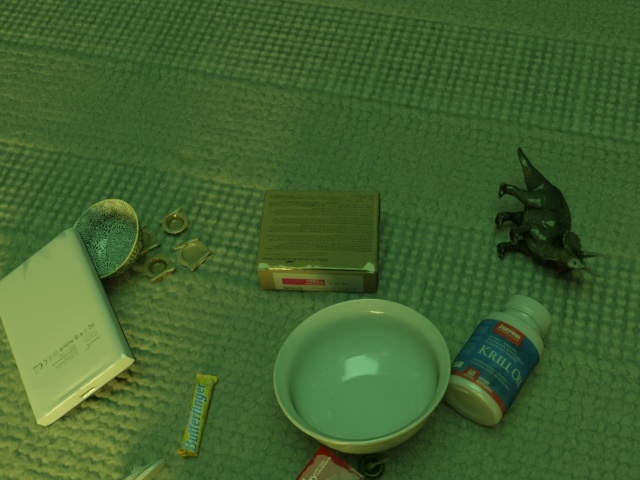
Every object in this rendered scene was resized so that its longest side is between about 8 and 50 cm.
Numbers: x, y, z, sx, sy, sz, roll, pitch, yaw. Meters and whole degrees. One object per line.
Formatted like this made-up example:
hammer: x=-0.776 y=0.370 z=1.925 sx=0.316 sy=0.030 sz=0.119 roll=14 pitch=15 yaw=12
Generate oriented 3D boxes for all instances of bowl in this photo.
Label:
bowl: x=-0.412 y=0.009 z=1.745 sx=0.170 sy=0.080 sz=0.170 roll=-10 pitch=65 yaw=21
bowl: x=0.076 y=0.252 z=1.502 sx=0.297 sy=0.134 sz=0.298 roll=-5 pitch=46 yaw=6

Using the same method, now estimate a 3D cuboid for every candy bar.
candy bar: x=-0.221 y=0.315 z=1.574 sx=0.040 sy=0.018 sz=0.162 roll=5 pitch=56 yaw=8

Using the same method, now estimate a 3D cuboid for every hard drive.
hard drive: x=-0.489 y=0.156 z=1.647 sx=0.210 sy=0.040 sz=0.319 roll=-37 pitch=58 yaw=7

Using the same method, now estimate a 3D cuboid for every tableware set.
tableware set: x=-0.315 y=0.010 z=1.787 sx=0.141 sy=0.020 sz=0.169 roll=-30 pitch=58 yaw=-15
tableware set: x=0.083 y=0.349 z=1.524 sx=0.104 sy=0.024 sz=0.154 roll=26 pitch=62 yaw=20

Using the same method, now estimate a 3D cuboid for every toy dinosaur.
toy dinosaur: x=0.433 y=-0.039 z=1.727 sx=0.160 sy=0.121 sz=0.314 roll=3 pitch=51 yaw=-8

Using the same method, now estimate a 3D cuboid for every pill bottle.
pill bottle: x=0.315 y=0.204 z=1.545 sx=0.124 sy=0.124 sz=0.221 roll=29 pitch=63 yaw=21

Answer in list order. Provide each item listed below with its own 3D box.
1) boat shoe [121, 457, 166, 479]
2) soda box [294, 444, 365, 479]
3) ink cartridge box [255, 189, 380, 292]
boat shoe: x=-0.314 y=0.403 z=1.512 sx=0.100 sy=0.035 sz=0.035 roll=-39 pitch=64 yaw=-13
soda box: x=-0.040 y=0.466 z=1.405 sx=0.092 sy=0.083 sz=0.263 roll=33 pitch=68 yaw=21
ink cartridge box: x=0.000 y=0.000 z=1.729 sx=0.234 sy=0.088 sz=0.193 roll=2 pitch=57 yaw=5
